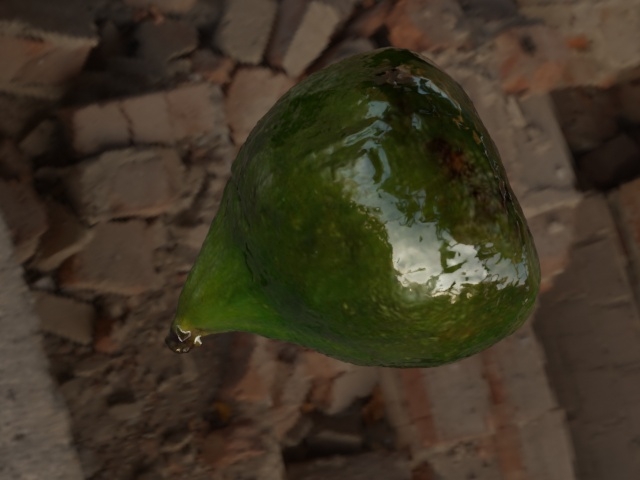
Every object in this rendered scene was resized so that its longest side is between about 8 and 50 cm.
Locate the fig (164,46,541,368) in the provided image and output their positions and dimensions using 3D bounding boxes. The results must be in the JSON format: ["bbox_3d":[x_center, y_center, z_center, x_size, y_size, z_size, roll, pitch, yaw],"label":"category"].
[{"bbox_3d":[0.000,0.000,0.932,0.235,0.203,0.203,-21,88,3],"label":"fig"}]
